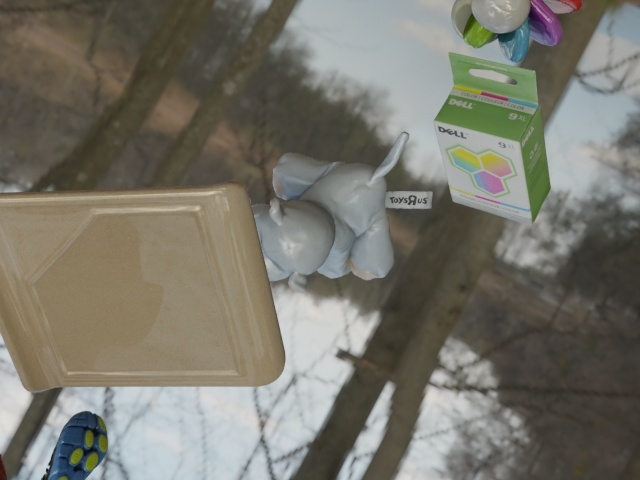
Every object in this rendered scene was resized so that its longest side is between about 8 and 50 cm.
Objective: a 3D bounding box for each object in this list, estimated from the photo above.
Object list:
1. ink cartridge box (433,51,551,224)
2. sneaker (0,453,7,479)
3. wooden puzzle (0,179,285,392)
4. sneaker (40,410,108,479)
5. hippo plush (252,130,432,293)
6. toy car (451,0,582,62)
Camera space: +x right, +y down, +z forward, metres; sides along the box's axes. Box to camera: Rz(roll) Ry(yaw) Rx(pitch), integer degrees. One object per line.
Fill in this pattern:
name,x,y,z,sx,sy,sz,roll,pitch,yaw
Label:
ink cartridge box,0.198,-0.115,1.504,0.109,0.062,0.209,18,150,26
sneaker,-0.328,0.236,1.106,0.221,0.128,0.087,61,-167,15
wooden puzzle,-0.162,0.040,1.104,0.239,0.220,0.044,-4,-141,8
sneaker,-0.324,0.297,1.622,0.067,0.188,0.078,33,150,-28
hippo plush,0.000,0.000,1.997,0.294,0.236,0.234,-4,117,41
toy car,0.263,-0.309,1.673,0.136,0.182,0.159,36,173,-8
